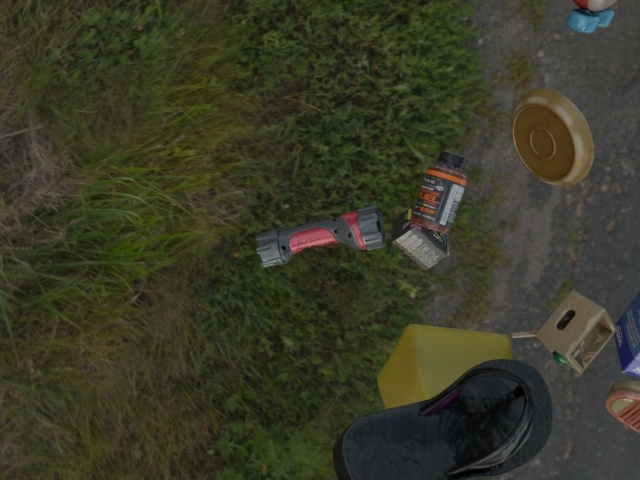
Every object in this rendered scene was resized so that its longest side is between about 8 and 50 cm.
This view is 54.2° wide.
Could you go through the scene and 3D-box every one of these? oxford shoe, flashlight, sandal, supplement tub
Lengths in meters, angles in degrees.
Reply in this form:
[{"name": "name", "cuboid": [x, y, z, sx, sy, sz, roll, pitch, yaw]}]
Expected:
[{"name": "oxford shoe", "cuboid": [0.749, 0.320, 1.229, 0.397, 0.140, 0.146, 14, 53, -4]}, {"name": "flashlight", "cuboid": [0.000, 0.000, 1.478, 0.304, 0.103, 0.103, -15, 94, 13]}, {"name": "sandal", "cuboid": [0.225, 0.278, 0.936, 0.446, 0.107, 0.167, -11, 60, -37]}, {"name": "supplement tub", "cuboid": [0.303, -0.122, 1.571, 0.106, 0.106, 0.197, 15, 96, -32]}]

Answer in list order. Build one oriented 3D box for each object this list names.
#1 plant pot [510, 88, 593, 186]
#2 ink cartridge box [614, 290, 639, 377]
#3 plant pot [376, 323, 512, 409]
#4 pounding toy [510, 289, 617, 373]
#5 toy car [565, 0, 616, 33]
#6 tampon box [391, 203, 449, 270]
[{"name": "plant pot", "cuboid": [0.514, -0.227, 1.425, 0.032, 0.236, 0.236, -26, 111, -20]}, {"name": "ink cartridge box", "cuboid": [0.811, 0.184, 1.310, 0.270, 0.151, 0.395, 18, 129, 3]}, {"name": "plant pot", "cuboid": [0.245, 0.306, 1.197, 0.212, 0.187, 0.212, 8, 137, -11]}, {"name": "pounding toy", "cuboid": [0.454, 0.171, 1.167, 0.141, 0.100, 0.130, -50, 136, 1]}, {"name": "toy car", "cuboid": [0.620, -0.659, 1.531, 0.210, 0.238, 0.219, -31, 143, -42]}, {"name": "tampon box", "cuboid": [0.314, -0.009, 1.966, 0.161, 0.101, 0.120, 39, 34, -21]}]
